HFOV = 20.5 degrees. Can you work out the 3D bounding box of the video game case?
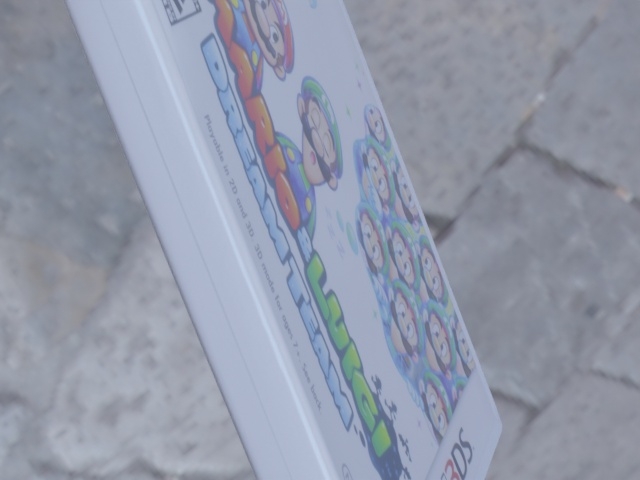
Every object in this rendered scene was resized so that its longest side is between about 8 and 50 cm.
[{"bbox_3d":[0.000,0.000,0.403,0.019,0.157,0.143,-18,-170,18],"label":"video game case"}]
